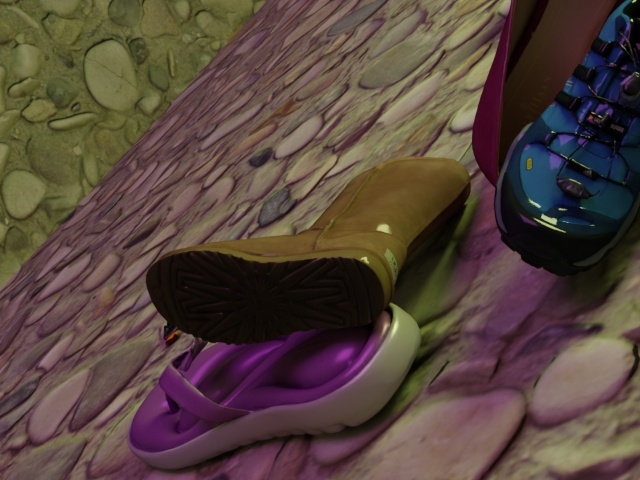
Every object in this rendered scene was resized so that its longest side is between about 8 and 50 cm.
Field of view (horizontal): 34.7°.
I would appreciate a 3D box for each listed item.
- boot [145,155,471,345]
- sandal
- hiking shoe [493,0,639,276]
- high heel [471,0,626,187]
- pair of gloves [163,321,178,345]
[{"bbox_3d":[0.000,0.000,0.961,0.236,0.089,0.269,1,23,21],"label":"boot"},{"bbox_3d":[-0.071,0.113,0.975,0.416,0.102,0.169,-22,27,45],"label":"sandal"},{"bbox_3d":[0.224,-0.109,0.794,0.304,0.113,0.132,-55,-18,-31],"label":"hiking shoe"},{"bbox_3d":[0.230,-0.222,0.895,0.181,0.127,0.377,-65,-13,-63],"label":"high heel"},{"bbox_3d":[-0.178,0.101,1.360,0.083,0.010,0.074,-43,20,4],"label":"pair of gloves"}]
